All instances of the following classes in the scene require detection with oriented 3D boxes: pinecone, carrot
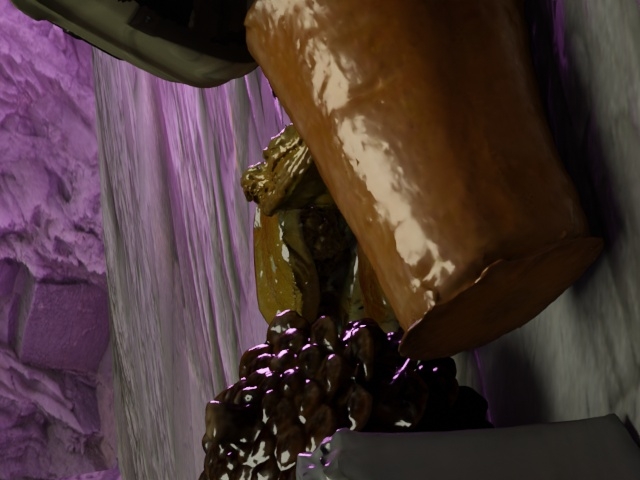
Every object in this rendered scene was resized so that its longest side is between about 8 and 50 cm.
[{"bbox_3d":[0.031,0.177,1.150,0.224,0.272,0.224,-41,32,32],"label":"pinecone"},{"bbox_3d":[0.078,-0.074,1.002,0.196,0.196,0.254,106,144,-58],"label":"carrot"}]

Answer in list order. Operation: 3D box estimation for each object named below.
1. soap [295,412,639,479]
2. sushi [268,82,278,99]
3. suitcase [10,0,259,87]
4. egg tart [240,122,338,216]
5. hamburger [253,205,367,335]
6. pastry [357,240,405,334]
[{"bbox_3d":[0.124,0.374,0.978,0.350,0.213,0.435,-119,25,-48],"label":"soap"},{"bbox_3d":[-0.049,-0.216,1.458,0.210,0.040,0.193,-1,-98,-75],"label":"sushi"},{"bbox_3d":[-0.104,-0.302,1.247,0.194,0.339,0.351,12,78,52],"label":"suitcase"},{"bbox_3d":[0.024,-0.096,1.233,0.212,0.090,0.212,-52,6,8],"label":"egg tart"},{"bbox_3d":[0.000,0.000,1.473,0.177,0.113,0.185,163,107,-81],"label":"hamburger"},{"bbox_3d":[0.071,0.023,1.244,0.153,0.081,0.153,168,90,-76],"label":"pastry"}]
